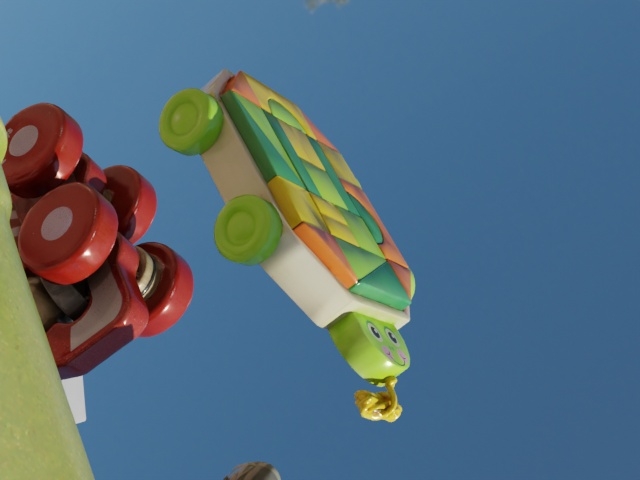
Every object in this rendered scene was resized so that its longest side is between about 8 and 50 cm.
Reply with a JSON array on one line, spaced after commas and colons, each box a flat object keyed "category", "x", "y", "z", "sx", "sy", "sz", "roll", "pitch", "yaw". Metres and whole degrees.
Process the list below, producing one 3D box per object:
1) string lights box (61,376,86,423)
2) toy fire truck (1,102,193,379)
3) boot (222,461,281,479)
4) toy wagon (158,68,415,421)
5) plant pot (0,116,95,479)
[{"category": "string lights box", "x": -0.445, "y": 0.184, "z": 1.426, "sx": 0.260, "sy": 0.077, "sz": 0.133, "roll": -5, "pitch": -91, "yaw": 27}, {"category": "toy fire truck", "x": -0.295, "y": 0.027, "z": 1.102, "sx": 0.254, "sy": 0.169, "sz": 0.302, "roll": -36, "pitch": -128, "yaw": 8}, {"category": "boot", "x": -0.095, "y": 0.269, "z": 0.894, "sx": 0.208, "sy": 0.076, "sz": 0.189, "roll": -39, "pitch": 179, "yaw": -38}, {"category": "toy wagon", "x": 0.000, "y": 0.000, "z": 0.944, "sx": 0.068, "sy": 0.267, "sz": 0.344, "roll": -39, "pitch": -119, "yaw": 17}, {"category": "plant pot", "x": -0.259, "y": 0.092, "z": 0.607, "sx": 0.276, "sy": 0.276, "sz": 0.254, "roll": -31, "pitch": -98, "yaw": 23}]
